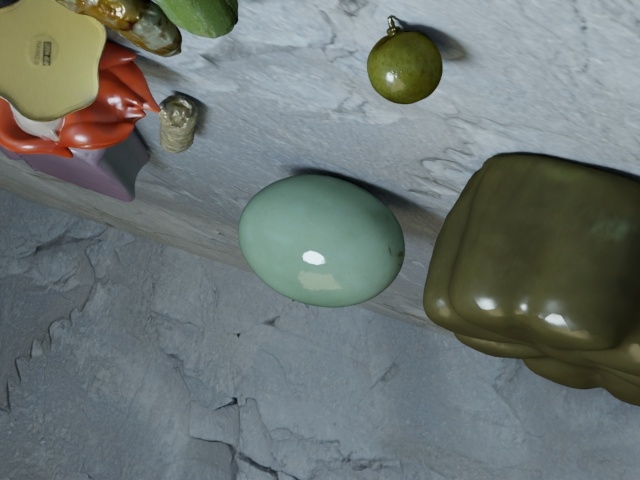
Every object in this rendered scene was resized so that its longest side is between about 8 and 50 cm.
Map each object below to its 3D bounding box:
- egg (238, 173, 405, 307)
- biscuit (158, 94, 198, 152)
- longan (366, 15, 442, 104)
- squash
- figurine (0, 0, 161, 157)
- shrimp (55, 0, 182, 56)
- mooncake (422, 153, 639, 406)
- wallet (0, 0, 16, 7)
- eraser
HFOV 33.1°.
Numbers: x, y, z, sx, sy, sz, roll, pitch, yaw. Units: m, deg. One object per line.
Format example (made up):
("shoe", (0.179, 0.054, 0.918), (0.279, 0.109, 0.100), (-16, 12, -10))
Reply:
("egg", (0.000, 0.000, 1.674), (0.282, 0.203, 0.203), (10, 166, 32))
("biscuit", (-0.219, -0.172, 1.636), (0.061, 0.055, 0.219), (4, 172, -9))
("longan", (0.075, -0.166, 0.990), (0.075, 0.075, 0.083), (7, 121, 58))
("squash", (-0.128, -0.245, 0.963), (0.069, 0.069, 0.239), (19, 170, 17))
("figurine", (-0.328, -0.193, 1.384), (0.181, 0.208, 0.257), (53, 168, 2))
("shrimp", (-0.293, -0.289, 1.067), (0.365, 0.071, 0.233), (32, -179, -8))
("mooncake", (0.312, 0.064, 1.282), (0.378, 0.201, 0.378), (24, 170, 4))
("wallet", (-0.458, -0.324, 1.350), (0.170, 0.044, 0.321), (21, 171, 18))
("eraser", (-0.466, -0.191, 1.909), (0.272, 0.122, 0.359), (22, 172, 2))
